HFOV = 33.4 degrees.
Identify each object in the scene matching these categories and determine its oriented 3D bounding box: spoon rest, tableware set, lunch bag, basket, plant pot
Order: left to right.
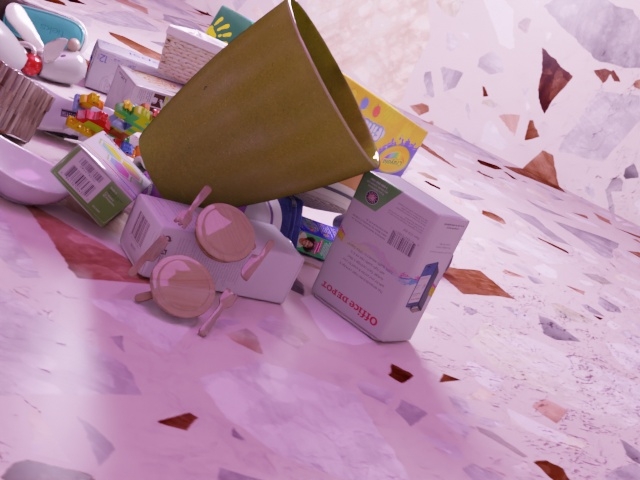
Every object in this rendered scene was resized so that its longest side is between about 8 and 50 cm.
[{"bbox_3d":[-0.475,-0.122,1.488,0.276,0.084,0.137,20,17,-11],"label":"spoon rest"},{"bbox_3d":[-0.156,0.030,1.393,0.128,0.039,0.194,41,51,-6],"label":"tableware set"},{"bbox_3d":[-0.234,-0.359,2.166,0.167,0.103,0.113,27,14,20],"label":"basket"},{"bbox_3d":[-0.105,-0.161,1.551,0.274,0.293,0.275,59,11,-20],"label":"plant pot"},{"bbox_3d":[-0.064,-0.027,1.728,0.065,0.098,0.067,4,11,-22],"label":"lunch bag"}]

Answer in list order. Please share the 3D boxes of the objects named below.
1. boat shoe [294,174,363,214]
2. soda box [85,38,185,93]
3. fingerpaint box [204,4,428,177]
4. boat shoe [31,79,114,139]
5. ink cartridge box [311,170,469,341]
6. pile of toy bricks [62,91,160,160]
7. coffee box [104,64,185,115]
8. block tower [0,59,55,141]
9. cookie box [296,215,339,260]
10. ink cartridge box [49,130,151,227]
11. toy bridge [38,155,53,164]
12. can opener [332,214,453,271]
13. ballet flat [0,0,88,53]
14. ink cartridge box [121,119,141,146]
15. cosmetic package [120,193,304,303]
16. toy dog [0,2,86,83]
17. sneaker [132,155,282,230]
[{"bbox_3d":[-0.054,-0.154,1.893,0.187,0.156,0.500,22,-2,-25],"label":"boat shoe"},{"bbox_3d":[-0.355,-0.334,2.281,0.286,0.091,0.098,18,16,-19],"label":"soda box"},{"bbox_3d":[-0.018,-0.329,2.441,0.371,0.163,0.445,36,7,34],"label":"fingerpaint box"},{"bbox_3d":[-0.453,-0.210,1.822,0.219,0.077,0.070,18,-19,-20],"label":"boat shoe"},{"bbox_3d":[0.100,0.024,1.590,0.154,0.212,0.093,34,16,34],"label":"ink cartridge box"},{"bbox_3d":[-0.312,-0.195,1.778,0.212,0.105,0.118,28,54,-40],"label":"pile of toy bricks"},{"bbox_3d":[-0.286,-0.253,2.112,0.246,0.098,0.141,14,19,-30],"label":"coffee box"},{"bbox_3d":[-0.490,-0.221,1.593,0.097,0.091,0.335,29,-1,-2],"label":"block tower"},{"bbox_3d":[0.000,0.000,1.822,0.107,0.040,0.092,19,16,-15],"label":"cookie box"},{"bbox_3d":[-0.314,-0.097,1.570,0.109,0.062,0.209,48,9,-8],"label":"ink cartridge box"},{"bbox_3d":[-0.370,-0.106,1.676,0.063,0.026,0.188,32,18,24],"label":"toy bridge"},{"bbox_3d":[0.130,-0.009,1.976,0.283,0.076,0.095,20,-17,-32],"label":"can opener"},{"bbox_3d":[-0.695,-0.490,2.287,0.400,0.139,0.139,23,16,-16],"label":"ballet flat"},{"bbox_3d":[-0.351,-0.194,1.967,0.083,0.028,0.048,32,19,27],"label":"ink cartridge box"},{"bbox_3d":[-0.153,0.013,1.508,0.231,0.085,0.117,15,19,-32],"label":"cosmetic package"},{"bbox_3d":[-0.595,-0.402,2.047,0.220,0.161,0.334,29,18,17],"label":"toy dog"},{"bbox_3d":[-0.197,-0.064,1.689,0.161,0.102,0.282,-5,25,-45],"label":"sneaker"}]
